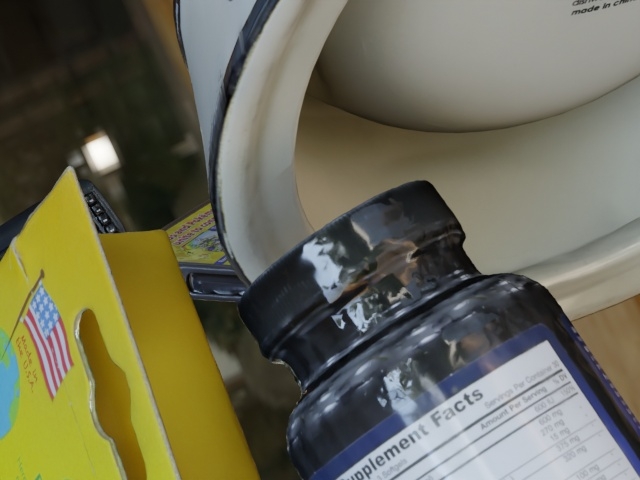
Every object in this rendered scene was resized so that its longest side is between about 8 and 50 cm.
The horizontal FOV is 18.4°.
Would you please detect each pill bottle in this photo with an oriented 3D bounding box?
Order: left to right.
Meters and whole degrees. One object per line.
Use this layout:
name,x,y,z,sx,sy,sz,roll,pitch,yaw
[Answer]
pill bottle,0.064,0.091,0.762,0.219,0.122,0.123,57,171,11

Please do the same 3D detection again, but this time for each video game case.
video game case,0.000,0.000,1.633,0.275,0.248,0.035,-38,-52,-63

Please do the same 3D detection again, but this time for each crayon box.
crayon box,-0.111,0.137,0.887,0.318,0.081,0.202,-51,51,45

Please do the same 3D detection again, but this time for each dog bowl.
dog bowl,0.113,-0.135,0.883,0.408,0.408,0.150,76,168,-56

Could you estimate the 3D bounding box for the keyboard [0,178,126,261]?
keyboard,-0.196,0.048,1.210,0.100,0.192,0.038,55,171,2
